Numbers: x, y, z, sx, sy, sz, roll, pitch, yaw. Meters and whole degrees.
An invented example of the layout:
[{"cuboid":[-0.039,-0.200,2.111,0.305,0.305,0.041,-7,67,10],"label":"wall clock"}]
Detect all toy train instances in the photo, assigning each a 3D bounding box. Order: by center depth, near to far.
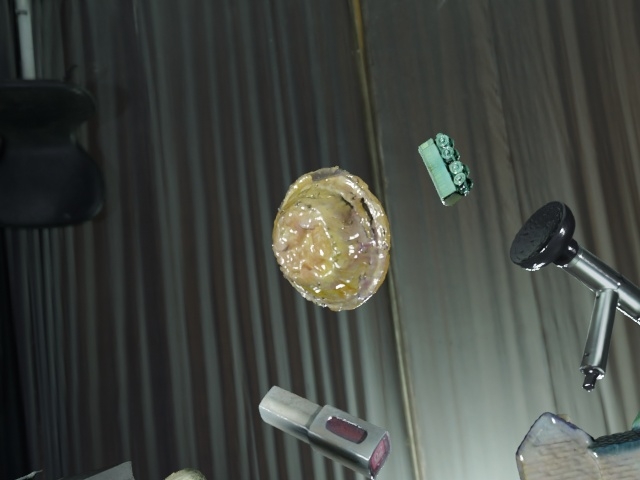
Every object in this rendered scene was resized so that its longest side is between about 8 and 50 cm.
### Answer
[{"cuboid":[0.241,-0.138,1.323,0.071,0.148,0.038,-36,144,27],"label":"toy train"}]

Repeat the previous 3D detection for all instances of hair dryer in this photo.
[{"cuboid":[0.525,0.111,1.354,0.156,0.320,0.284,-47,-175,40],"label":"hair dryer"}]

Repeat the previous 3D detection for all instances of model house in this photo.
[{"cuboid":[0.520,0.443,1.262,0.298,0.284,0.243,-14,128,11],"label":"model house"}]

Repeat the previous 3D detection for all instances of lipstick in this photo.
[{"cuboid":[0.005,0.350,1.288,0.252,0.077,0.079,17,-131,32],"label":"lipstick"}]

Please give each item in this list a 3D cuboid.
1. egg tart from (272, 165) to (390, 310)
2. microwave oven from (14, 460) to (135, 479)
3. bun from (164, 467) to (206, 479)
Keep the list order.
[{"cuboid":[0.000,0.000,1.587,0.150,0.352,0.351,-13,179,-45],"label":"egg tart"},{"cuboid":[-0.421,0.552,1.051,0.236,0.375,0.432,-13,169,-39],"label":"microwave oven"},{"cuboid":[-0.402,0.777,1.935,0.159,0.259,0.259,-3,172,-37],"label":"bun"}]
